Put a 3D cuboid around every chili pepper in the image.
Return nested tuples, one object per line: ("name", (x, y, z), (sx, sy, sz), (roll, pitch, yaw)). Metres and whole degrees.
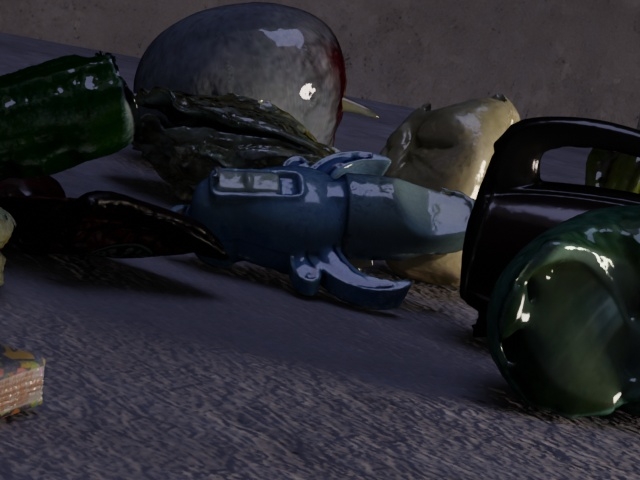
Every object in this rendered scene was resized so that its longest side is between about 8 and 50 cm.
("chili pepper", (-0.281, -0.077, 1.370), (0.270, 0.099, 0.136), (-19, 32, -12))

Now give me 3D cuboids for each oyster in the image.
("oyster", (-0.090, -0.092, 1.897), (0.268, 0.112, 0.198), (26, 18, 39))

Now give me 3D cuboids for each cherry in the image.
("cherry", (-0.078, -0.172, 2.123), (0.296, 0.218, 0.255), (0, 12, 4))

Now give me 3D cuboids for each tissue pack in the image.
("tissue pack", (-0.194, 0.075, 0.973), (0.063, 0.035, 0.083), (15, 9, 15))

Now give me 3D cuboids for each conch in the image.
("conch", (0.227, 0.063, 1.326), (0.202, 0.196, 0.134), (35, -9, -3))

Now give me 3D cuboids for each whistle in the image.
("whistle", (0.003, -0.018, 1.560), (0.269, 0.093, 0.180), (4, 42, -9))

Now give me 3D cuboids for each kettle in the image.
("kettle", (0.233, 0.009, 1.460), (0.232, 0.202, 0.144), (16, 17, 9))

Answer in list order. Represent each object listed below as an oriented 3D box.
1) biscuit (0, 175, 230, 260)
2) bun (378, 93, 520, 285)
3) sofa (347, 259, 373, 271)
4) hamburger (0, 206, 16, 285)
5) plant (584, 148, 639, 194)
("biscuit", (-0.201, -0.019, 1.447), (0.235, 0.063, 0.151), (11, 5, 42))
("bun", (0.113, -0.056, 1.709), (0.128, 0.193, 0.178), (15, -1, 17))
("sofa", (0.000, 0.000, 1.689), (0.085, 0.060, 0.147), (-5, 10, -4))
("hamburger", (-0.284, -0.005, 1.264), (0.140, 0.062, 0.133), (17, 11, 14))
("plant", (0.322, -0.025, 1.944), (0.251, 0.180, 0.333), (6, 6, 39))
